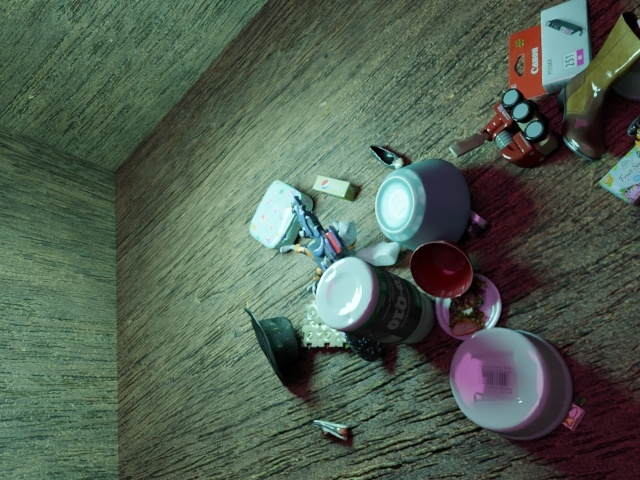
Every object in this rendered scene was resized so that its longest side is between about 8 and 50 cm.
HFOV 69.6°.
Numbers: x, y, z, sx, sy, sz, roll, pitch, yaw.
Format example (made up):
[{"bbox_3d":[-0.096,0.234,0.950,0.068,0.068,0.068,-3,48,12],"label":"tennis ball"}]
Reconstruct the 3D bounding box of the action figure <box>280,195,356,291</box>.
[{"bbox_3d":[0.000,0.000,1.646,0.330,0.178,0.341,-32,80,44],"label":"action figure"}]

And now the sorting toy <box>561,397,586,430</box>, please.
[{"bbox_3d":[0.602,0.406,1.110,0.062,0.012,0.083,34,97,44],"label":"sorting toy"}]

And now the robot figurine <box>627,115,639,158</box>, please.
[{"bbox_3d":[0.879,-0.258,1.053,0.291,0.085,0.211,-27,53,19],"label":"robot figurine"}]

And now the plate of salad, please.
[{"bbox_3d":[0.421,0.188,1.337,0.200,0.048,0.199,-18,62,37],"label":"plate of salad"}]

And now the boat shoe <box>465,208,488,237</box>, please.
[{"bbox_3d":[0.417,-0.091,1.435,0.070,0.078,0.219,-51,49,12],"label":"boat shoe"}]

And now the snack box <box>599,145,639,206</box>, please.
[{"bbox_3d":[0.798,-0.170,1.154,0.141,0.037,0.100,-49,48,14],"label":"snack box"}]

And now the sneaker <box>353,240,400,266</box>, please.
[{"bbox_3d":[0.194,0.042,1.594,0.212,0.080,0.094,-8,42,48],"label":"sneaker"}]

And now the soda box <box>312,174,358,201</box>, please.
[{"bbox_3d":[0.057,-0.206,1.817,0.181,0.058,0.061,21,88,45],"label":"soda box"}]

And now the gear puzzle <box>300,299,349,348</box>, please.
[{"bbox_3d":[0.079,0.291,1.611,0.339,0.044,0.175,-10,65,36],"label":"gear puzzle"}]

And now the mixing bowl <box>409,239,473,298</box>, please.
[{"bbox_3d":[0.363,0.069,1.345,0.181,0.098,0.181,14,119,26],"label":"mixing bowl"}]

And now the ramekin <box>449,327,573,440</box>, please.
[{"bbox_3d":[0.465,0.352,1.161,0.277,0.135,0.277,-21,57,37],"label":"ramekin"}]

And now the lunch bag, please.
[{"bbox_3d":[-0.164,-0.094,1.934,0.224,0.108,0.279,32,97,39],"label":"lunch bag"}]

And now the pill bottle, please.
[{"bbox_3d":[0.173,0.190,1.339,0.204,0.361,0.204,-17,63,36],"label":"pill bottle"}]

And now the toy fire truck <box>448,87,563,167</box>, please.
[{"bbox_3d":[0.540,-0.299,1.376,0.246,0.158,0.217,-44,49,35],"label":"toy fire truck"}]

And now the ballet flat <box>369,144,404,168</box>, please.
[{"bbox_3d":[0.241,-0.307,1.699,0.173,0.049,0.057,38,100,44],"label":"ballet flat"}]

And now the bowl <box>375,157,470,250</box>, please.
[{"bbox_3d":[0.286,-0.107,1.430,0.311,0.163,0.311,-2,88,57],"label":"bowl"}]

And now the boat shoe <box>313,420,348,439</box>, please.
[{"bbox_3d":[0.032,0.619,1.510,0.137,0.049,0.043,-3,73,36],"label":"boat shoe"}]

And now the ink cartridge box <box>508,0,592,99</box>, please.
[{"bbox_3d":[0.689,-0.576,1.406,0.239,0.060,0.275,-7,69,39],"label":"ink cartridge box"}]

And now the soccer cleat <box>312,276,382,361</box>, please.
[{"bbox_3d":[0.088,0.261,1.522,0.109,0.116,0.318,-36,74,-13],"label":"soccer cleat"}]

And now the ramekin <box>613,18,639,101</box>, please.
[{"bbox_3d":[0.852,-0.475,1.182,0.207,0.109,0.207,-17,63,36],"label":"ramekin"}]

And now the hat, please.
[{"bbox_3d":[-0.154,0.359,1.692,0.134,0.331,0.331,-27,47,-14],"label":"hat"}]

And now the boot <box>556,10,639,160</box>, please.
[{"bbox_3d":[0.731,-0.376,1.161,0.280,0.096,0.264,109,170,-61],"label":"boot"}]
